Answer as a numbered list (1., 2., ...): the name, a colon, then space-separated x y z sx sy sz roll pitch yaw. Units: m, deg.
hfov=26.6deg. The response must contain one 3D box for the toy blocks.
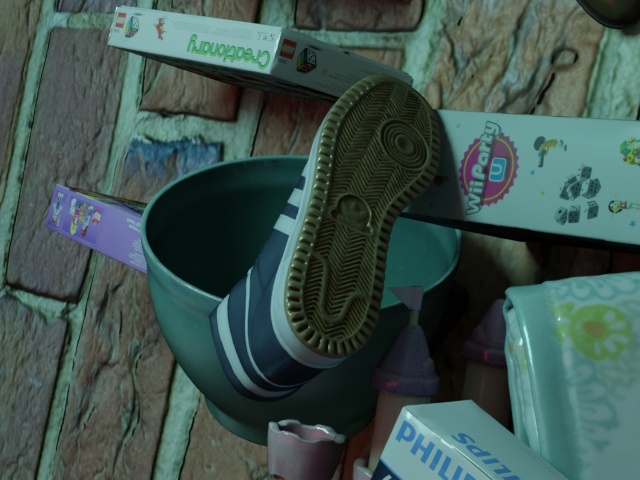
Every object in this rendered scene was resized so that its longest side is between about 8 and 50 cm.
1. toy blocks: 0.152 0.174 1.093 0.309 0.289 0.260 16 97 51

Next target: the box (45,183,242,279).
1. box: -0.149 0.008 1.522 0.293 0.201 0.057 20 96 47

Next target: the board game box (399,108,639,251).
1. board game box: 0.224 -0.042 1.119 0.303 0.224 0.097 10 90 48

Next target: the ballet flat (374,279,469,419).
1. ballet flat: 0.087 0.108 1.356 0.173 0.049 0.057 -59 44 18

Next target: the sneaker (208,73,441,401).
1. sneaker: 0.000 0.000 1.066 0.153 0.099 0.282 -45 19 50

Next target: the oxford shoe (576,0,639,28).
1. oxford shoe: 0.239 -0.299 1.216 0.083 0.096 0.227 -20 93 7

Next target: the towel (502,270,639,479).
1. towel: 0.306 0.196 0.943 0.090 0.321 0.374 97 169 -72

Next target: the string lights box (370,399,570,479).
1. string lights box: 0.072 0.253 0.915 0.133 0.077 0.259 39 114 39

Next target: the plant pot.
1. plant pot: -0.023 0.071 1.278 0.293 0.293 0.196 39 134 45

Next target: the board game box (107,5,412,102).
1. board game box: -0.072 -0.200 1.497 0.305 0.193 0.053 17 93 48
